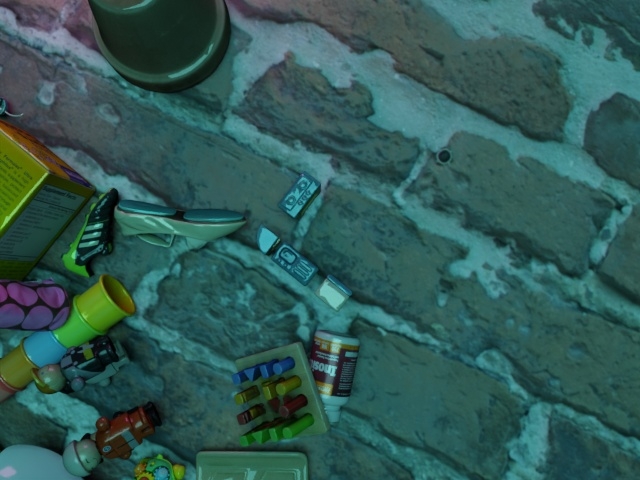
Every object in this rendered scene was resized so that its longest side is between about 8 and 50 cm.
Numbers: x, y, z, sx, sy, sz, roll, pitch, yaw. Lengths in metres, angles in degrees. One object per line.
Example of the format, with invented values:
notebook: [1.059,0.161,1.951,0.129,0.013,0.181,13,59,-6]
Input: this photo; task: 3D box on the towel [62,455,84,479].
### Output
towel: [-0.502,0.461,1.096,0.119,0.029,0.067,-43,87,-2]

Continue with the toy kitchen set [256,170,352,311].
toy kitchen set: [0.000,0.000,1.066,0.207,0.122,0.166,38,88,4]

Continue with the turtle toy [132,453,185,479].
turtle toy: [-0.302,0.450,1.054,0.095,0.066,0.130,2,73,20]

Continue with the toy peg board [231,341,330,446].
toy peg board: [-0.089,0.279,1.033,0.161,0.079,0.161,-22,85,35]

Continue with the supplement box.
supplement box: [-0.618,-0.028,1.052,0.195,0.194,0.357,39,87,4]

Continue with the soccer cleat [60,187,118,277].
soccer cleat: [-0.419,-0.015,1.117,0.072,0.060,0.179,30,94,-6]

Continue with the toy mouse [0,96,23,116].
toy mouse: [-0.640,-0.229,1.147,0.143,0.031,0.161,-12,86,1]

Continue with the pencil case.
pencil case: [-0.526,0.098,0.972,0.095,0.209,0.098,-14,73,24]

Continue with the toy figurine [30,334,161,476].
toy figurine: [-0.385,0.280,1.014,0.148,0.213,0.210,-28,86,-14]

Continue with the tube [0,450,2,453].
tube: [-0.653,0.382,1.094,0.240,0.062,0.070,44,48,9]

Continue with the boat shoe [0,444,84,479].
boat shoe: [-0.449,0.477,1.043,0.301,0.108,0.102,36,117,-12]

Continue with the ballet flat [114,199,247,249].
ballet flat: [-0.261,-0.024,1.106,0.248,0.086,0.086,7,86,4]

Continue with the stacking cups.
stacking cups: [-0.495,0.191,1.095,0.316,0.096,0.096,-36,86,4]

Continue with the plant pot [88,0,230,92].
plant pot: [-0.309,-0.424,1.054,0.262,0.229,0.263,0,87,2]

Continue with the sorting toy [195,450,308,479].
sorting toy: [-0.171,0.501,1.083,0.306,0.041,0.229,-2,83,8]

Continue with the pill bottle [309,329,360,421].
pill bottle: [0.018,0.244,1.067,0.086,0.086,0.152,10,86,2]
